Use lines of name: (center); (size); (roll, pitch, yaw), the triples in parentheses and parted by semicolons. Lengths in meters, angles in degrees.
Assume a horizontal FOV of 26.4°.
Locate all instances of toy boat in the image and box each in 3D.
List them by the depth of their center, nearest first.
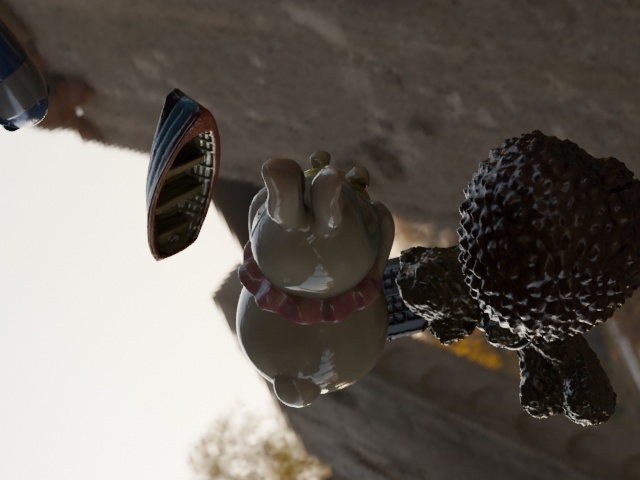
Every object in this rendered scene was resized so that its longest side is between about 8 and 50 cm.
toy boat: (-0.227, -0.104, 2.182); (0.079, 0.136, 0.392); (48, 150, 22)

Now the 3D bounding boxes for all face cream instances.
face cream: (-0.397, -0.236, 1.528); (0.264, 0.083, 0.149); (55, 169, -23)

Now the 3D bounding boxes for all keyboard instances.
keyboard: (0.138, 0.054, 1.563); (0.016, 0.262, 0.106); (47, -145, -55)

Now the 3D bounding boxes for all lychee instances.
lychee: (0.202, -0.002, 1.196); (0.188, 0.188, 0.188); (-23, -90, -83)

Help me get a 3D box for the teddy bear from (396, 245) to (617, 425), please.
teddy bear: (0.193, 0.079, 1.395); (0.251, 0.129, 0.182); (36, 163, -12)

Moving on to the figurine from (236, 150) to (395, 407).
figurine: (0.000, 0.000, 1.057); (0.155, 0.127, 0.235); (-54, -23, -42)
